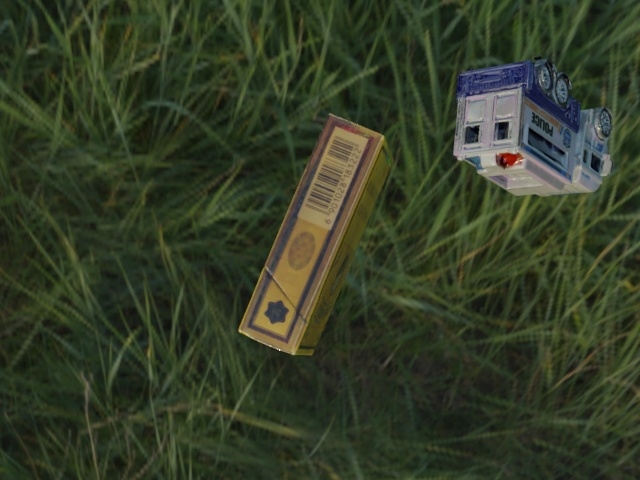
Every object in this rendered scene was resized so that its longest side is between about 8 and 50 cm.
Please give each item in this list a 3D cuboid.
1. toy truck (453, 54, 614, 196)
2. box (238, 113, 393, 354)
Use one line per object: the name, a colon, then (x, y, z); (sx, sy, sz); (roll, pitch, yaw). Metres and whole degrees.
toy truck: (0.297, -0.137, 1.680); (0.124, 0.268, 0.155); (-4, 71, 38)
box: (0.000, 0.000, 1.617); (0.084, 0.193, 0.301); (22, 88, 9)
